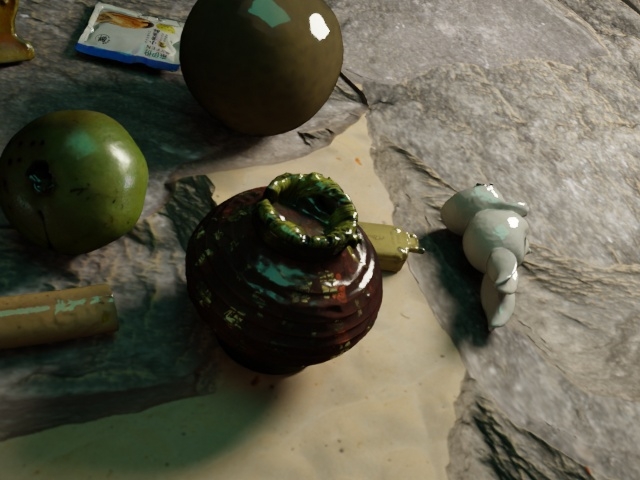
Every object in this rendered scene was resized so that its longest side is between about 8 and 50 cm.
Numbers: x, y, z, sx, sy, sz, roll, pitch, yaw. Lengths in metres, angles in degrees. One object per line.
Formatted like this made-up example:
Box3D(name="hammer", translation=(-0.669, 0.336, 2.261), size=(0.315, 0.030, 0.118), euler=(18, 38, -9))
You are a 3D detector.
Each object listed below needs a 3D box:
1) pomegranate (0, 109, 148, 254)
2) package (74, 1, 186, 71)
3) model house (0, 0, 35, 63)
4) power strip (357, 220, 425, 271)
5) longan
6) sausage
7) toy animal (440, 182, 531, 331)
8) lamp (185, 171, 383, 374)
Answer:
Box3D(name="pomegranate", translation=(-0.287, -0.075, 1.005), size=(0.179, 0.179, 0.210), euler=(41, 34, 21))
Box3D(name="package", translation=(-0.315, -0.347, 1.375), size=(0.171, 0.027, 0.173), euler=(11, 39, -10))
Box3D(name="model house", translation=(-0.566, -0.379, 1.152), size=(0.268, 0.239, 0.173), euler=(-18, 54, -36))
Box3D(name="power strip", translation=(0.000, 0.000, 1.129), size=(0.305, 0.044, 0.064), euler=(6, 44, -13))
Box3D(name="longan", translation=(-0.089, -0.277, 1.220), size=(0.258, 0.258, 0.258), euler=(11, 43, -10))
Box3D(name="sausage", translation=(-0.373, 0.090, 0.874), size=(0.301, 0.066, 0.066), euler=(-6, 49, -25))
Box3D(name="toy animal", translation=(0.262, 0.024, 1.160), size=(0.131, 0.104, 0.221), euler=(4, 45, -19))
Box3D(name="lamp", translation=(-0.041, 0.035, 0.942), size=(0.247, 0.247, 0.247), euler=(11, 43, -10))
